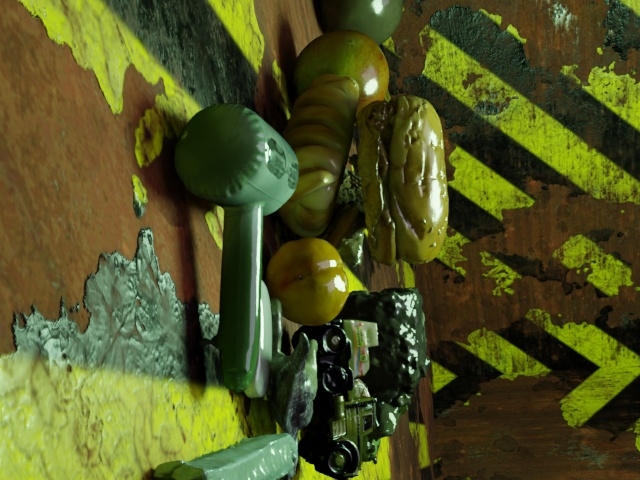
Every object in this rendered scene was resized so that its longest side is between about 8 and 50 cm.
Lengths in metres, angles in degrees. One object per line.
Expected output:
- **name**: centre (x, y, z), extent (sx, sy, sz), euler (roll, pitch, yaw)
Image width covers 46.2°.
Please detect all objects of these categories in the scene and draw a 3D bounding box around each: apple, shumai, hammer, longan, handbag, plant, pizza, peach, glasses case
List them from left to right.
- **hammer**: centre (-0.101, 0.014, 0.908), extent (0.206, 0.118, 0.336), euler (24, 68, -76)
- **glasses case**: centre (-0.089, 0.132, 1.028), extent (0.063, 0.041, 0.164), euler (61, 26, -66)
- **peach**: centre (-0.023, 0.065, 1.164), extent (0.138, 0.138, 0.138), euler (-6, 90, -78)
- **pizza**: centre (0.000, 0.000, 1.356), extent (0.052, 0.185, 0.195), euler (38, 2, -15)
- **apple**: centre (0.036, -0.314, 1.482), extent (0.196, 0.195, 0.196), euler (-6, 90, -78)
- **shumai**: centre (0.040, -0.039, 1.529), extent (0.206, 0.166, 0.176), euler (-49, 160, -58)
- **longan**: centre (0.100, -0.591, 1.840), extent (0.246, 0.215, 0.246), euler (157, -90, -86)
- **handbag**: centre (0.121, 0.490, 1.816), extent (0.111, 0.047, 0.072), euler (-52, 136, -70)
- **plant**: centre (0.116, 0.253, 1.519), extent (0.215, 0.213, 0.312), euler (16, 67, -79)

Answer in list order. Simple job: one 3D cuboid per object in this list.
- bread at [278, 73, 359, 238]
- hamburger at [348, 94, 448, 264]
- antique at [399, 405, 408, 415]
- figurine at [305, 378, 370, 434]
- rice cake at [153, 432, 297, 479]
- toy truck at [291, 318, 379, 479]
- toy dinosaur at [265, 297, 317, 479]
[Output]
- **bread**: centre (-0.009, -0.159, 1.303), extent (0.173, 0.121, 0.311), euler (101, 2, -51)
- **hamburger**: centre (0.140, -0.099, 1.306), extent (0.318, 0.158, 0.319), euler (-4, 90, -79)
- **antique**: centre (0.202, 0.404, 2.146), extent (0.080, 0.081, 0.221), euler (-69, 151, -62)
- **figurine**: centre (0.033, 0.301, 1.351), extent (0.126, 0.114, 0.157), euler (67, 17, -7)
- **rice cake**: centre (-0.096, 0.269, 0.878), extent (0.336, 0.066, 0.063), euler (38, 46, -74)
- **toy truck**: centre (0.030, 0.256, 1.235), extent (0.127, 0.127, 0.257), euler (-10, -102, 62)
- **toy dinosaur**: centre (-0.040, 0.221, 1.098), extent (0.162, 0.077, 0.294), euler (-91, 174, -57)
